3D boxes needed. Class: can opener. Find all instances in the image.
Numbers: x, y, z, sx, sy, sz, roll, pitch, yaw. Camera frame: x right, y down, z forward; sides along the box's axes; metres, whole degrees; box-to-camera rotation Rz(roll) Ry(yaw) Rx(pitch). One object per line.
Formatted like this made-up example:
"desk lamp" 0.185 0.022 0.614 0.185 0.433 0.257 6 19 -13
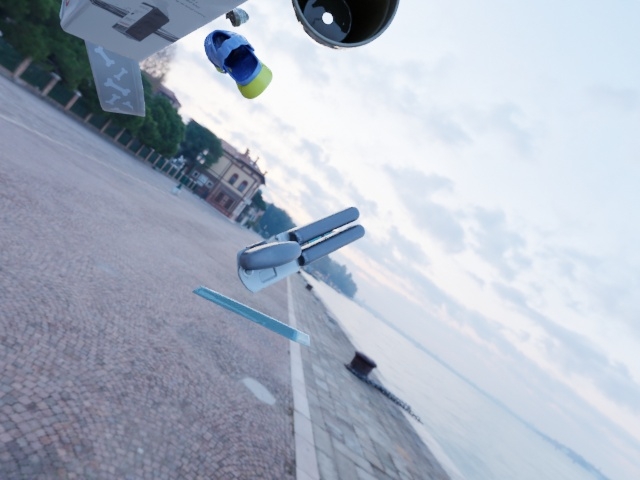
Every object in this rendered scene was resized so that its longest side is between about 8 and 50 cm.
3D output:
"can opener" -0.021 0.010 0.702 0.093 0.280 0.074 -4 -73 49

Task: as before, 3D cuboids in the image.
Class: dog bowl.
"dog bowl" -0.530 -0.488 1.011 0.349 0.102 0.348 167 -90 -68

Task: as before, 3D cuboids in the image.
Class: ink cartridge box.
"ink cartridge box" -0.199 -0.362 0.485 0.273 0.196 0.114 3 -4 41

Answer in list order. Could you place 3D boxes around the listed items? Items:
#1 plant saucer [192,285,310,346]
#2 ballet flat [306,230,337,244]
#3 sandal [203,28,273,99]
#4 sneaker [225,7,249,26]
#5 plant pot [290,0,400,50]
"plant saucer" -0.105 0.113 0.614 0.192 0.018 0.067 18 -13 24
"ballet flat" 0.000 0.000 1.032 0.114 0.041 0.041 -6 22 -33
"sandal" -0.240 -0.505 1.068 0.317 0.126 0.138 48 4 39
"sneaker" -0.332 -0.923 1.656 0.192 0.086 0.064 -124 -148 -45
"plant pot" 0.048 -0.740 1.266 0.323 0.323 0.280 37 1 -16
